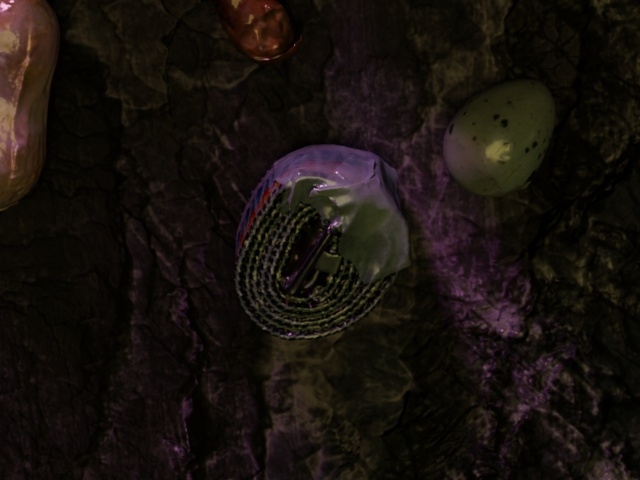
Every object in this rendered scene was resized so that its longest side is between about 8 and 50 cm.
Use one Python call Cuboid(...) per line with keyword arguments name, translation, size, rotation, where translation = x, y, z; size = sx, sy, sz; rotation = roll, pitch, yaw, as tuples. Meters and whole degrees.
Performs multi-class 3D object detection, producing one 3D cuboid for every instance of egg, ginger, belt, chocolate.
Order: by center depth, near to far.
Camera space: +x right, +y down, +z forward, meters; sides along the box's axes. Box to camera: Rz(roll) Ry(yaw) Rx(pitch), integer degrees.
Cuboid(name="ginger", translation=(-0.081, -0.371, 1.672), size=(0.133, 0.107, 0.309), rotation=(7, 106, 14))
Cuboid(name="egg", translation=(0.232, -0.130, 1.734), size=(0.164, 0.131, 0.131), rotation=(-44, 103, 8))
Cuboid(name="chocolate", translation=(-0.401, -0.175, 1.734), size=(0.134, 0.134, 0.309), rotation=(14, 109, -3))
Cuboid(name="belt", translation=(0.000, 0.000, 1.774), size=(0.207, 0.150, 0.257), rotation=(28, 109, -17))
